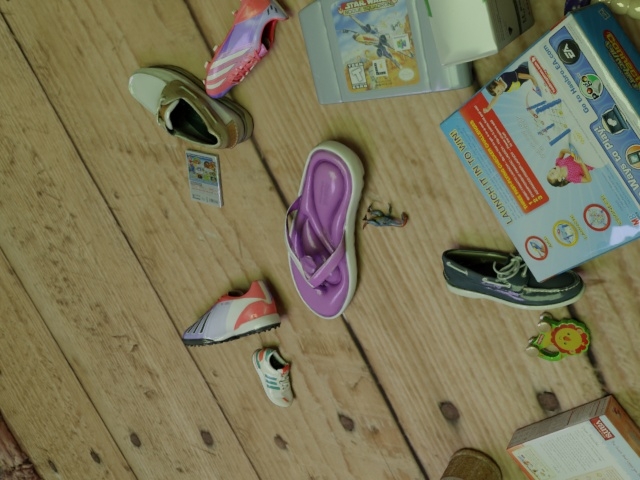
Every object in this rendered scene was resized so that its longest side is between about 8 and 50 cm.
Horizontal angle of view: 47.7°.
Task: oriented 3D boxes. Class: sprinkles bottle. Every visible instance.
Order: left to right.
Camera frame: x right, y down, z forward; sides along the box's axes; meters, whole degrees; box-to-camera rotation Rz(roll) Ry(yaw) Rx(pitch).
[{"bbox_3d":[0.247,0.572,1.434,0.121,0.355,0.121,16,123,26],"label":"sprinkles bottle"}]

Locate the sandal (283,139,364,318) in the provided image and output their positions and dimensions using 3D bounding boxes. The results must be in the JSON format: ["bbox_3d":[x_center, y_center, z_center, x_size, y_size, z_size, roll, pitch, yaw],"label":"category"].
[{"bbox_3d":[-0.013,-0.005,1.452,0.169,0.102,0.416,25,129,29],"label":"sandal"}]

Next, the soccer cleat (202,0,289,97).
[{"bbox_3d":[-0.146,-0.356,1.375,0.095,0.083,0.248,38,127,5],"label":"soccer cleat"}]

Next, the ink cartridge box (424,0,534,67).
[{"bbox_3d":[0.227,-0.352,1.039,0.087,0.208,0.153,-8,111,33],"label":"ink cartridge box"}]

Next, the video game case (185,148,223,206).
[{"bbox_3d":[-0.258,-0.138,1.611,0.087,0.011,0.122,15,122,28],"label":"video game case"}]

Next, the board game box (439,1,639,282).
[{"bbox_3d":[0.365,-0.128,1.068,0.308,0.086,0.302,59,147,5],"label":"board game box"}]

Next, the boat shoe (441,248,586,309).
[{"bbox_3d":[0.332,0.056,1.272,0.254,0.095,0.079,9,131,40],"label":"boat shoe"}]

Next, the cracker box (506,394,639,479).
[{"bbox_3d":[0.493,0.403,1.368,0.155,0.067,0.232,51,132,-2],"label":"cracker box"}]

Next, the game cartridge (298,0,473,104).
[{"bbox_3d":[0.102,-0.342,1.231,0.297,0.062,0.198,0,119,34],"label":"game cartridge"}]

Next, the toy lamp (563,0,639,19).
[{"bbox_3d":[0.477,-0.303,0.984,0.275,0.080,0.080,23,126,25],"label":"toy lamp"}]

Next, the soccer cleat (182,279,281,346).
[{"bbox_3d":[-0.220,0.180,1.717,0.318,0.109,0.116,-20,80,42],"label":"soccer cleat"}]

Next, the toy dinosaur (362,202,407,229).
[{"bbox_3d":[0.127,-0.042,1.402,0.082,0.047,0.090,24,160,11],"label":"toy dinosaur"}]

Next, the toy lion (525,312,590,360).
[{"bbox_3d":[0.433,0.181,1.312,0.096,0.034,0.100,23,126,13],"label":"toy lion"}]

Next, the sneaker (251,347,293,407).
[{"bbox_3d":[-0.100,0.328,1.731,0.075,0.057,0.161,-19,101,45],"label":"sneaker"}]

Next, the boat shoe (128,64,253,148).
[{"bbox_3d":[-0.289,-0.277,1.494,0.302,0.103,0.113,25,126,21],"label":"boat shoe"}]
